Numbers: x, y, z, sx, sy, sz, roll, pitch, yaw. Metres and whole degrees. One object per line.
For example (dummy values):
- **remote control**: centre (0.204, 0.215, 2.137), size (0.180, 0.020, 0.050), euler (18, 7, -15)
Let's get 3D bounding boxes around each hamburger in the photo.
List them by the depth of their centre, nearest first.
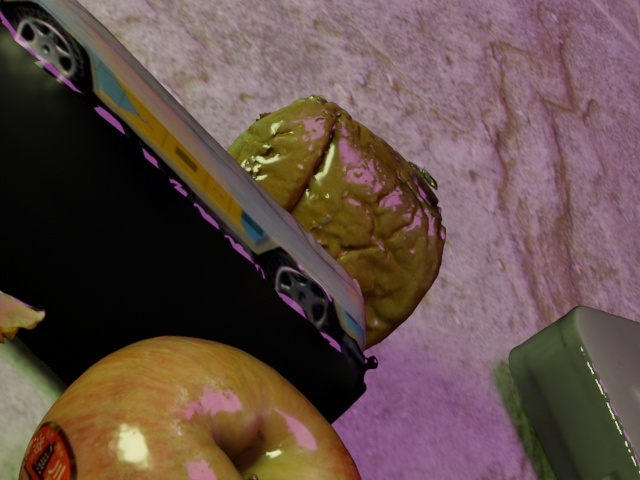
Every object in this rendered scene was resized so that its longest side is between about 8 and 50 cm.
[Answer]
- **hamburger**: centre (0.000, 0.000, 1.377), size (0.206, 0.183, 0.130), euler (30, 6, -38)

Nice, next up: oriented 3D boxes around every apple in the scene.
- **apple**: centre (-0.080, 0.158, 1.084), size (0.209, 0.164, 0.209), euler (27, 41, -26)

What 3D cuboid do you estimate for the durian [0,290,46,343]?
- **durian**: centre (-0.312, -0.002, 0.942), size (0.186, 0.153, 0.260), euler (-38, 97, -42)

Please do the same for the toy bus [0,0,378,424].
- **toy bus**: centre (-0.145, -0.020, 1.212), size (0.386, 0.171, 0.162), euler (46, 16, -14)

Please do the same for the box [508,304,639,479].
- **box**: centre (0.370, 0.269, 1.760), size (0.396, 0.111, 0.397), euler (17, 44, -50)
